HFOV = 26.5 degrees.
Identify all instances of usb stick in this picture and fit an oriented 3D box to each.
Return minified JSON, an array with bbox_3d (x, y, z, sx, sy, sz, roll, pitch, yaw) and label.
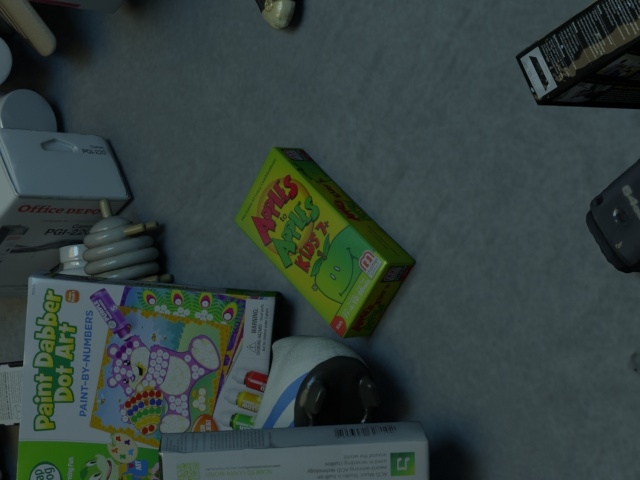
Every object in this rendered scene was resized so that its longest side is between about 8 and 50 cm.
[{"bbox_3d":[0.312,-0.078,1.023,0.278,0.045,0.077,-45,63,33],"label":"usb stick"}]

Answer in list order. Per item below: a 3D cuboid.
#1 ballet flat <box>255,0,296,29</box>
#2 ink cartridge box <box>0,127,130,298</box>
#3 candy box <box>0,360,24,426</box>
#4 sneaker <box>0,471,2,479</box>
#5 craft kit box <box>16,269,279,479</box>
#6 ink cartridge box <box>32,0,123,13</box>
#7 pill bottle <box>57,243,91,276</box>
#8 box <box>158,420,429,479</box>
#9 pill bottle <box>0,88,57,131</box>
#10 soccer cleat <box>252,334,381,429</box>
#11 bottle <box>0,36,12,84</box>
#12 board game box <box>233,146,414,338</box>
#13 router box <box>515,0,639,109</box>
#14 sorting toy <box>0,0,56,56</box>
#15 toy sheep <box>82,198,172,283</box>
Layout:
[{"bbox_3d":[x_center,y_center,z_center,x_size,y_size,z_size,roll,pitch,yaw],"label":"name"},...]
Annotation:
[{"bbox_3d":[-0.063,-0.289,1.350,0.057,0.049,0.173,-23,76,41],"label":"ballet flat"},{"bbox_3d":[-0.342,-0.025,1.535,0.218,0.158,0.092,-44,62,34],"label":"ink cartridge box"},{"bbox_3d":[-0.328,0.170,1.528,0.233,0.159,0.071,-9,85,43],"label":"candy box"},{"bbox_3d":[-0.490,0.261,1.726,0.252,0.103,0.111,-2,86,35],"label":"sneaker"},{"bbox_3d":[-0.174,0.163,1.364,0.246,0.061,0.250,4,96,3],"label":"craft kit box"},{"bbox_3d":[-0.319,-0.373,1.408,0.283,0.207,0.117,44,106,8],"label":"ink cartridge box"},{"bbox_3d":[-0.262,0.065,1.528,0.067,0.067,0.120,-10,84,42],"label":"pill bottle"},{"bbox_3d":[-0.019,0.323,1.201,0.058,0.232,0.322,-108,16,-79],"label":"box"},{"bbox_3d":[-0.403,-0.117,1.621,0.193,0.108,0.108,-15,81,42],"label":"pill bottle"},{"bbox_3d":[-0.012,0.247,1.298,0.143,0.116,0.331,29,114,61],"label":"soccer cleat"},{"bbox_3d":[-0.445,-0.232,1.623,0.283,0.092,0.118,27,115,55],"label":"bottle"},{"bbox_3d":[0.000,0.000,1.306,0.181,0.043,0.092,46,120,31],"label":"board game box"},{"bbox_3d":[0.246,-0.146,0.991,0.133,0.179,0.046,-32,72,37],"label":"router box"},{"bbox_3d":[-0.379,-0.303,1.538,0.038,0.193,0.208,-42,29,-11],"label":"sorting toy"},{"bbox_3d":[-0.215,0.018,1.474,0.091,0.091,0.132,-16,86,41],"label":"toy sheep"}]
